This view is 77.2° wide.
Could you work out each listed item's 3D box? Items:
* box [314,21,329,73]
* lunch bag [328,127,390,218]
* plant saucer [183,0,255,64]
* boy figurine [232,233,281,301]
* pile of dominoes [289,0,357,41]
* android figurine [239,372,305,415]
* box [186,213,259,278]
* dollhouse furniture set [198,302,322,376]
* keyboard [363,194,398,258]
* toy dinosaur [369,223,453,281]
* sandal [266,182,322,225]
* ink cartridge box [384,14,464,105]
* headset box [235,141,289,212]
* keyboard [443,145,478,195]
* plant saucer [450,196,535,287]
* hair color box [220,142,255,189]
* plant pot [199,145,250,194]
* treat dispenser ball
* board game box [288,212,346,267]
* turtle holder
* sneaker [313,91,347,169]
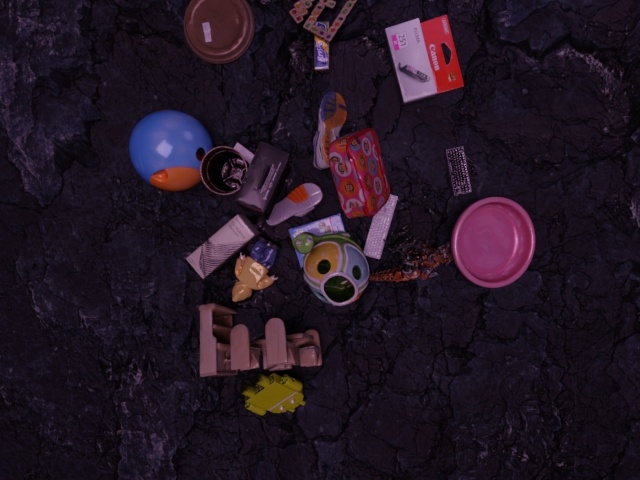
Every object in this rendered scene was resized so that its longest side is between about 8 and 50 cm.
[{"bbox_3d":[0.006,-0.712,1.487,0.054,0.059,0.169,0,96,3],"label":"box"},{"bbox_3d":[0.153,-0.245,1.446,0.120,0.258,0.293,-3,114,35],"label":"lunch bag"},{"bbox_3d":[-0.386,-0.813,1.512,0.277,0.041,0.278,0,97,4],"label":"plant saucer"},{"bbox_3d":[-0.255,0.124,1.583,0.177,0.092,0.285,28,98,0],"label":"boy figurine"},{"bbox_3d":[0.015,-0.863,1.440,0.196,0.040,0.251,30,82,6],"label":"pile of dominoes"},{"bbox_3d":[-0.179,0.615,1.595,0.248,0.056,0.273,-38,123,19],"label":"android figurine"},{"bbox_3d":[-0.381,0.021,1.577,0.275,0.094,0.113,-41,91,7],"label":"box"},{"bbox_3d":[-0.233,0.350,1.488,0.394,0.362,0.257,-13,69,16],"label":"dollhouse furniture set"},{"bbox_3d":[0.233,-0.057,1.569,0.072,0.014,0.256,15,97,2],"label":"keyboard"},{"bbox_3d":[0.343,0.076,1.518,0.322,0.164,0.218,-31,111,-15],"label":"toy dinosaur"},{"bbox_3d":[-0.096,-0.135,1.557,0.265,0.076,0.102,-25,70,26],"label":"sandal"},{"bbox_3d":[0.384,-0.667,1.469,0.238,0.060,0.275,-15,95,6],"label":"ink cartridge box"},{"bbox_3d":[-0.199,-0.202,1.420,0.110,0.293,0.218,23,85,-3],"label":"headset box"},{"bbox_3d":[0.539,-0.266,1.522,0.108,0.023,0.180,-12,96,5],"label":"keyboard"},{"bbox_3d":[0.627,0.006,1.488,0.332,0.084,0.332,-1,93,-10],"label":"plant saucer"},{"bbox_3d":[-0.328,-0.283,1.560,0.093,0.053,0.167,37,96,-1],"label":"hair color box"},{"bbox_3d":[-0.328,-0.248,1.454,0.166,0.165,0.167,0,96,3],"label":"plant pot"},{"bbox_3d":[-0.534,-0.322,1.450,0.288,0.288,0.288,0,96,4],"label":"treat dispenser ball"},{"bbox_3d":[0.000,0.000,1.578,0.211,0.039,0.160,-17,96,4],"label":"board game box"},{"bbox_3d":[0.050,0.090,1.451,0.243,0.227,0.320,-12,116,3],"label":"turtle holder"},{"bbox_3d":[0.017,-0.409,1.497,0.111,0.131,0.297,15,73,-25],"label":"sneaker"}]
